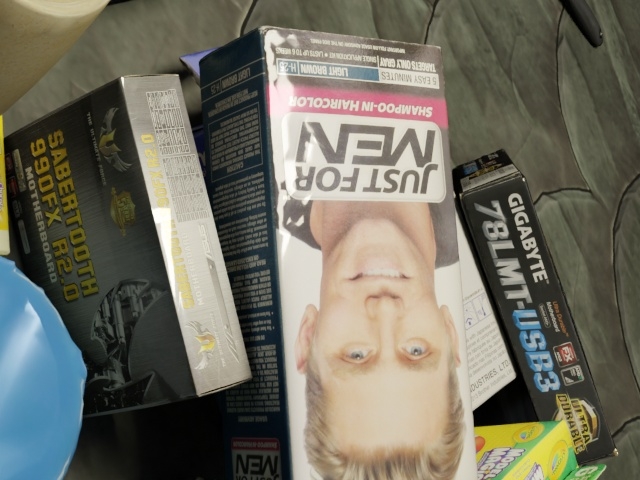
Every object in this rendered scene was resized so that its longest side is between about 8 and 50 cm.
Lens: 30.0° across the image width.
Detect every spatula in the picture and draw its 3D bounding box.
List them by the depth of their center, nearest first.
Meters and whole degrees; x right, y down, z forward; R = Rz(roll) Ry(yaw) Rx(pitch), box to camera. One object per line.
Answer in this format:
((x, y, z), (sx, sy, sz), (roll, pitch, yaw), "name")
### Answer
((0.315, -0.370, 1.636), (0.296, 0.030, 0.084), (43, 51, -31), "spatula")

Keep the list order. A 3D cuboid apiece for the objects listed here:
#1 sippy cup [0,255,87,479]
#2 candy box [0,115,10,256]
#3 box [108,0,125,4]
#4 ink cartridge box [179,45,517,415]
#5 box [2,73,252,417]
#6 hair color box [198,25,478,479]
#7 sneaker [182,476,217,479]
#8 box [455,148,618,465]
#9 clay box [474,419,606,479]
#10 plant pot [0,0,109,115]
((-0.268, 0.103, 0.715), (0.305, 0.224, 0.240), (23, 61, -41), "sippy cup")
((-0.290, -0.091, 0.898), (0.105, 0.027, 0.206), (7, 73, -49), "candy box")
((-0.159, -0.297, 1.044), (0.207, 0.108, 0.153), (-25, 97, -48), "box")
((0.000, 0.000, 1.090), (0.270, 0.151, 0.395), (-26, 99, -47), "ink cartridge box")
((-0.153, 0.011, 0.897), (0.056, 0.183, 0.231), (-12, 88, -44), "box")
((0.014, 0.023, 0.915), (0.174, 0.105, 0.347), (-1, 83, -33), "hair color box")
((-0.102, 0.322, 0.922), (0.110, 0.107, 0.275), (50, 47, -38), "sneaker")
((0.223, 0.058, 1.270), (0.293, 0.073, 0.295), (-49, 119, -78), "box")
((0.121, 0.206, 1.029), (0.127, 0.222, 0.053), (-28, 101, -51), "clay box")
((-0.254, -0.162, 0.715), (0.256, 0.274, 0.256), (16, 69, -49), "plant pot")
